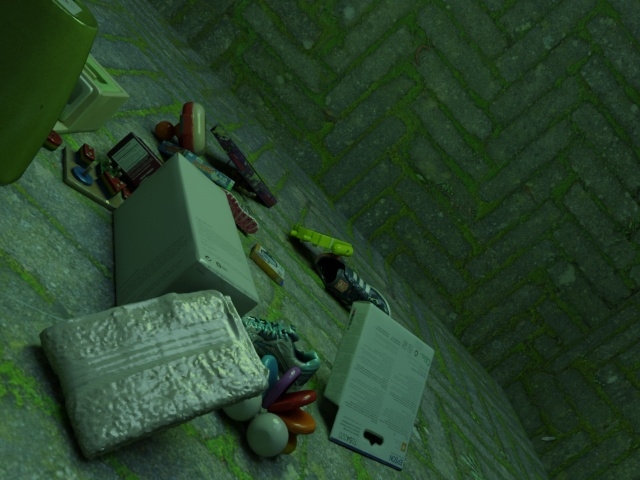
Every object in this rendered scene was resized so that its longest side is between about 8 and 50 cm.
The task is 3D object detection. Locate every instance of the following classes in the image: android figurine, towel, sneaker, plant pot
[{"bbox_3d":[0.000,0.000,2.175,0.248,0.056,0.273,21,3,37],"label":"android figurine"},{"bbox_3d":[-0.219,0.170,0.823,0.282,0.049,0.187,-12,60,-39],"label":"towel"},{"bbox_3d":[-0.115,0.203,1.231,0.283,0.122,0.110,44,13,-23],"label":"sneaker"},{"bbox_3d":[0.102,0.178,2.091,0.350,0.131,0.148,43,8,21],"label":"sneaker"},{"bbox_3d":[-0.256,-0.092,1.789,0.170,0.063,0.075,44,6,-15],"label":"sneaker"},{"bbox_3d":[-0.506,-0.286,0.932,0.275,0.293,0.275,46,13,-14],"label":"plant pot"}]

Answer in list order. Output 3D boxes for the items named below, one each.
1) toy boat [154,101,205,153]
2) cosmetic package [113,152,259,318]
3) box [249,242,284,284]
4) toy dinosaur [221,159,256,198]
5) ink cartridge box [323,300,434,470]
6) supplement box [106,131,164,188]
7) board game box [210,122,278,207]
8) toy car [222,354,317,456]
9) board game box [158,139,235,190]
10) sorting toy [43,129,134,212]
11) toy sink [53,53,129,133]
[{"bbox_3d":[-0.423,-0.330,1.773,0.231,0.151,0.151,-179,-92,-80],"label":"toy boat"},{"bbox_3d":[-0.264,0.020,1.095,0.155,0.197,0.365,41,16,-37],"label":"cosmetic package"},{"bbox_3d":[-0.151,0.073,1.733,0.136,0.028,0.081,44,13,-14],"label":"box"},{"bbox_3d":[-0.306,-0.221,2.053,0.211,0.064,0.112,54,1,22],"label":"toy dinosaur"},{"bbox_3d":[0.143,0.365,1.457,0.071,0.330,0.324,2,-28,43],"label":"ink cartridge box"},{"bbox_3d":[-0.396,-0.152,1.370,0.188,0.081,0.104,48,-4,-6],"label":"supplement box"},{"bbox_3d":[-0.269,-0.260,2.111,0.208,0.056,0.347,49,-2,22],"label":"board game box"},{"bbox_3d":[-0.080,0.287,1.061,0.182,0.136,0.159,51,13,10],"label":"toy car"},{"bbox_3d":[-0.363,-0.219,1.730,0.136,0.035,0.201,26,-5,39],"label":"board game box"},{"bbox_3d":[-0.458,-0.132,1.225,0.274,0.046,0.132,39,16,-42],"label":"sorting toy"},{"bbox_3d":[-0.558,-0.340,1.304,0.153,0.131,0.234,47,13,-5],"label":"toy sink"}]
